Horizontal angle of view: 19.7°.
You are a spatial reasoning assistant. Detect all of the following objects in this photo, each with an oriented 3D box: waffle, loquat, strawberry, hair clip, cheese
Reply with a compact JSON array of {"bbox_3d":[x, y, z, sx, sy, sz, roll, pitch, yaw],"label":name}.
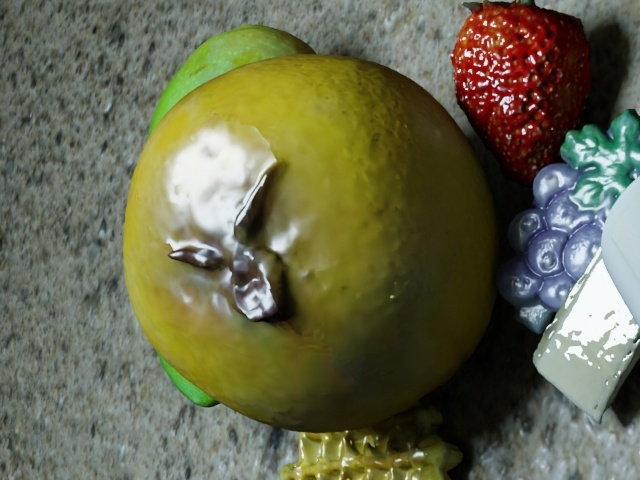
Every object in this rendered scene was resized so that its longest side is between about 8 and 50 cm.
[{"bbox_3d":[0.033,0.247,1.647,0.249,0.056,0.253,40,109,57],"label":"waffle"},{"bbox_3d":[0.000,0.000,1.581,0.328,0.359,0.328,5,102,22],"label":"loquat"},{"bbox_3d":[0.164,-0.126,1.541,0.131,0.131,0.148,22,93,59],"label":"strawberry"},{"bbox_3d":[0.218,-0.011,1.476,0.124,0.052,0.195,33,103,30],"label":"hair clip"},{"bbox_3d":[0.283,-0.045,1.375,0.085,0.034,0.400,44,113,39],"label":"cheese"}]

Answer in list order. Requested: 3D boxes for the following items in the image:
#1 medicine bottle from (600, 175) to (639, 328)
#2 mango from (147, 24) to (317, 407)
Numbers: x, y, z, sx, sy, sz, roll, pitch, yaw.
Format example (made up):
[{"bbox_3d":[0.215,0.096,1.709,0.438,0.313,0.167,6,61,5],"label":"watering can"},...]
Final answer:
[{"bbox_3d":[0.295,0.060,1.227,0.144,0.144,0.252,-56,34,28],"label":"medicine bottle"},{"bbox_3d":[-0.080,-0.025,1.812,0.225,0.201,0.382,5,84,50],"label":"mango"}]
